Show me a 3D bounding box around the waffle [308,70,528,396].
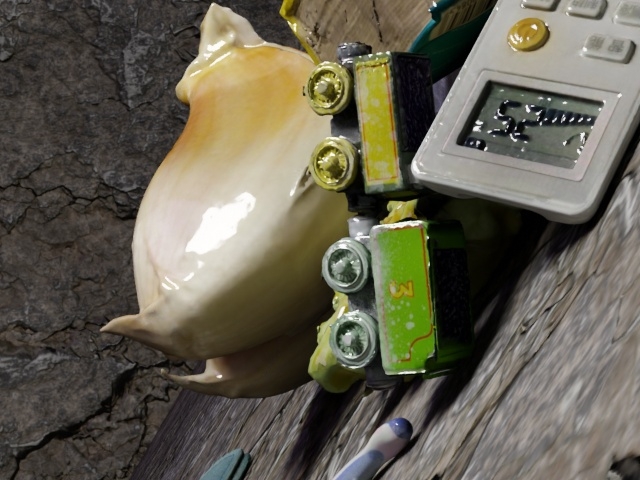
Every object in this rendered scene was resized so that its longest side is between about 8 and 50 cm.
[{"bbox_3d":[0.101,-0.045,1.108,0.317,0.073,0.297,-53,6,36],"label":"waffle"}]

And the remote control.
[{"bbox_3d":[0.167,-0.138,0.954,0.313,0.109,0.055,-61,-32,-23],"label":"remote control"}]

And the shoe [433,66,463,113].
[{"bbox_3d":[0.145,-0.185,1.418,0.245,0.138,0.095,90,159,-52],"label":"shoe"}]

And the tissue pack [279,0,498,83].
[{"bbox_3d":[0.117,-0.225,1.196,0.271,0.134,0.192,-33,-8,-25],"label":"tissue pack"}]

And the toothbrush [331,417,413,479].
[{"bbox_3d":[-0.008,0.184,1.052,0.269,0.021,0.027,-53,12,42],"label":"toothbrush"}]

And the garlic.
[{"bbox_3d":[-0.044,-0.014,1.354,0.286,0.249,0.313,116,160,-45],"label":"garlic"}]

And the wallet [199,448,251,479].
[{"bbox_3d":[-0.183,0.351,1.643,0.290,0.054,0.251,-52,9,44],"label":"wallet"}]

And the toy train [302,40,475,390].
[{"bbox_3d":[0.041,-0.016,0.954,0.060,0.081,0.202,-5,-91,-57],"label":"toy train"}]
